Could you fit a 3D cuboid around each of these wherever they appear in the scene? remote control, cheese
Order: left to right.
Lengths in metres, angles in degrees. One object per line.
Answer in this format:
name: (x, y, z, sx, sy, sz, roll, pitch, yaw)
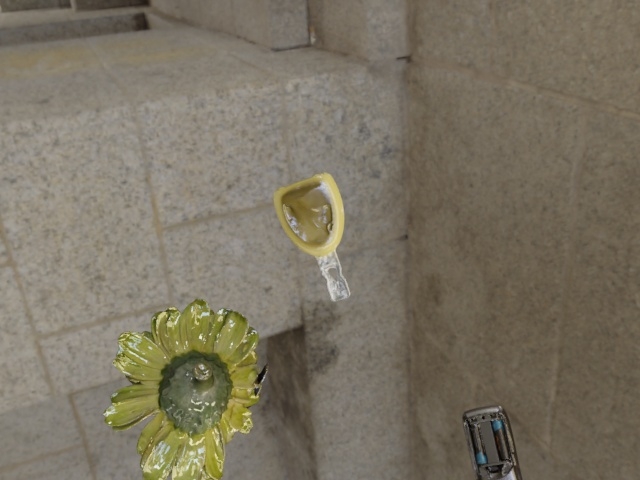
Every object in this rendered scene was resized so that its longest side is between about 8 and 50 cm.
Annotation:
cheese: (0.000, 0.000, 0.826, 0.036, 0.086, 0.162, -36, -73, -84)
remote control: (0.212, 0.301, 0.747, 0.028, 0.059, 0.212, 53, -154, -61)

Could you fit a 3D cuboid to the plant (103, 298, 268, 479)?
plant: (-0.188, 0.242, 1.091, 0.297, 0.261, 0.306, -35, 69, 36)
